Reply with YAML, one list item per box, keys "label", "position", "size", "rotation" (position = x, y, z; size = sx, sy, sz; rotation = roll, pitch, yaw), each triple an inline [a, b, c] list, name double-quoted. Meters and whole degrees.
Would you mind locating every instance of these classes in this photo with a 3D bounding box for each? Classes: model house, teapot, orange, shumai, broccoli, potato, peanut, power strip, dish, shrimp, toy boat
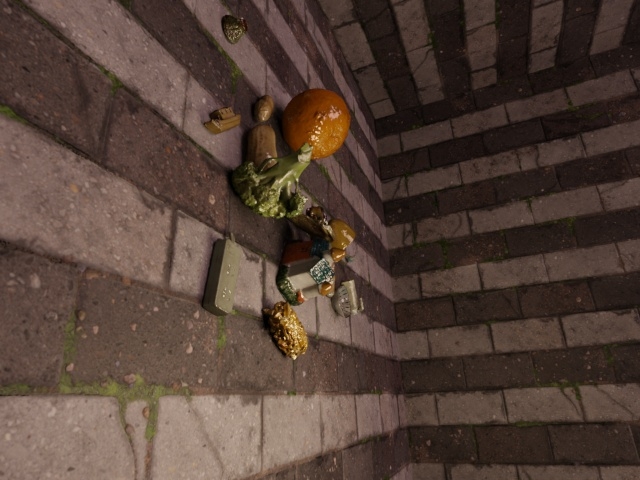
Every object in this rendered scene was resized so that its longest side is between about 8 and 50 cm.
- label: "model house"
  position: [-0.012, 0.117, 1.718]
  size: [0.190, 0.300, 0.272]
  rotation: [56, 30, -32]
- label: "teapot"
  position: [0.192, 0.333, 2.382]
  size: [0.077, 0.107, 0.201]
  rotation: [-9, 89, -72]
- label: "orange"
  position: [-0.029, -0.569, 1.970]
  size: [0.293, 0.340, 0.340]
  rotation: [47, 5, 29]
- label: "shumai"
  position: [-0.338, -0.870, 1.644]
  size: [0.099, 0.087, 0.124]
  rotation: [39, 43, -57]
- label: "broccoli"
  position: [-0.155, -0.187, 1.482]
  size: [0.186, 0.301, 0.254]
  rotation: [-72, 148, -60]
- label: "potato"
  position: [0.090, -0.045, 2.262]
  size: [0.203, 0.178, 0.158]
  rotation: [-44, 107, -38]
- label: "peanut"
  position: [-0.245, -0.580, 1.760]
  size: [0.175, 0.080, 0.080]
  rotation: [-83, 153, -47]
- label: "power strip"
  position: [-0.306, 0.092, 1.289]
  size: [0.093, 0.053, 0.288]
  rotation: [50, 36, -51]
- label: "peanut"
  position: [-0.235, -0.368, 1.617]
  size: [0.137, 0.122, 0.253]
  rotation: [93, -7, -67]
- label: "dish"
  position: [0.105, 0.335, 2.214]
  size: [0.190, 0.066, 0.191]
  rotation: [-13, 90, -70]
- label: "shrimp"
  position: [0.013, 0.055, 1.935]
  size: [0.221, 0.109, 0.446]
  rotation: [-90, 170, -86]
- label: "toy boat"
  position: [-0.348, -0.429, 1.440]
  size: [0.077, 0.057, 0.200]
  rotation: [67, 24, -18]

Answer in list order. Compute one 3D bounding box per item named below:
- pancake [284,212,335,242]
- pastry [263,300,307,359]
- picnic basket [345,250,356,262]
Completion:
- label: "pancake"
  position: [-0.064, -0.085, 1.729]
  size: [0.033, 0.288, 0.286]
  rotation: [-57, 150, -16]
- label: "pastry"
  position: [-0.129, 0.344, 1.549]
  size: [0.154, 0.102, 0.250]
  rotation: [-77, 151, -45]
- label: "picnic basket"
  position: [0.191, 0.099, 2.563]
  size: [0.083, 0.065, 0.083]
  rotation: [-6, 102, -65]
